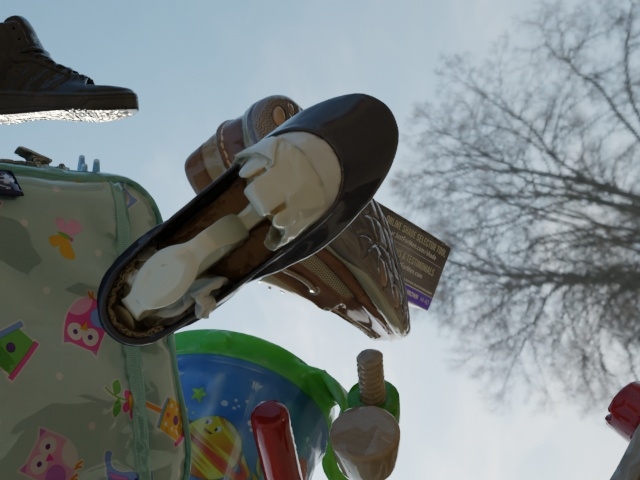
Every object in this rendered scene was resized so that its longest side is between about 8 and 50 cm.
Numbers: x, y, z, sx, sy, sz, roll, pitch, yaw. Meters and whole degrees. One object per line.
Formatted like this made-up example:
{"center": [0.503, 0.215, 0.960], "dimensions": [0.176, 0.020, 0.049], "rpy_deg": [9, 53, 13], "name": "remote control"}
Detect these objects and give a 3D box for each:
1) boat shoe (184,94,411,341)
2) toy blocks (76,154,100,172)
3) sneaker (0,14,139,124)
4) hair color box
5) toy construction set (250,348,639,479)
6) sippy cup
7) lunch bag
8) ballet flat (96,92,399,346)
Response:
{"center": [-0.010, -0.002, 0.789], "dimensions": [0.324, 0.116, 0.123], "rpy_deg": [53, -154, -39], "name": "boat shoe"}
{"center": [-0.259, -0.026, 1.012], "dimensions": [0.054, 0.123, 0.148], "rpy_deg": [-62, -8, -50], "name": "toy blocks"}
{"center": [-0.233, -0.140, 0.654], "dimensions": [0.051, 0.170, 0.089], "rpy_deg": [135, 132, -85], "name": "sneaker"}
{"center": [0.000, 0.000, 1.218], "dimensions": [0.185, 0.339, 0.110], "rpy_deg": [28, -102, -39], "name": "hair color box"}
{"center": [0.108, 0.223, 0.490], "dimensions": [0.257, 0.309, 0.237], "rpy_deg": [-43, -40, -39], "name": "toy construction set"}
{"center": [-0.113, 0.247, 0.827], "dimensions": [0.224, 0.240, 0.305], "rpy_deg": [-78, 13, -49], "name": "sippy cup"}
{"center": [-0.198, 0.078, 0.566], "dimensions": [0.224, 0.108, 0.279], "rpy_deg": [1, -99, -48], "name": "lunch bag"}
{"center": [-0.041, -0.008, 0.447], "dimensions": [0.203, 0.074, 0.074], "rpy_deg": [-36, -37, 6], "name": "ballet flat"}
